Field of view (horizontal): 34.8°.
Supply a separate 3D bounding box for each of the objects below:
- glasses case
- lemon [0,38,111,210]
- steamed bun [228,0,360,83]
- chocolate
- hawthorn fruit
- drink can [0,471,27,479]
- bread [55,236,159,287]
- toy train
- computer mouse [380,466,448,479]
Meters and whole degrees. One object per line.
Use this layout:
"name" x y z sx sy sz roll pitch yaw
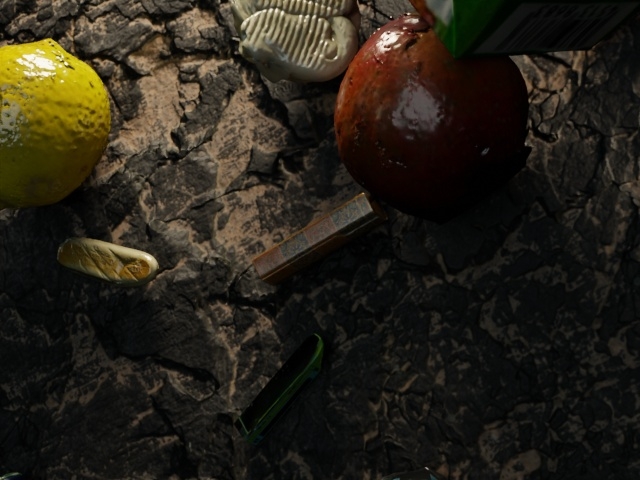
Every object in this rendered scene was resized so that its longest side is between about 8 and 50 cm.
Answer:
"glasses case" 0.000 0.000 1.646 0.218 0.075 0.049 -31 78 16
"lemon" -0.497 -0.192 1.758 0.257 0.258 0.310 24 91 21
"steamed bun" -0.046 -0.347 1.662 0.217 0.144 0.211 12 76 -5
"chocolate" 0.249 -0.416 1.432 0.341 0.360 0.161 57 136 25
"hawthorn fruit" 0.169 -0.175 1.488 0.315 0.316 0.316 -2 84 21
"drink can" -0.524 0.516 1.780 0.118 0.118 0.205 -36 72 14
"bread" -0.371 0.041 1.798 0.214 0.053 0.073 11 86 24
"toy train" -0.055 0.241 1.662 0.209 0.042 0.044 -50 50 9
"computer mouse" 0.148 0.391 1.569 0.135 0.047 0.079 -11 69 31
